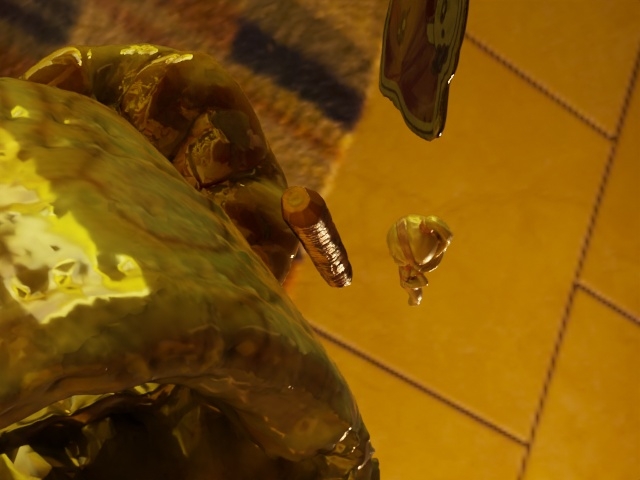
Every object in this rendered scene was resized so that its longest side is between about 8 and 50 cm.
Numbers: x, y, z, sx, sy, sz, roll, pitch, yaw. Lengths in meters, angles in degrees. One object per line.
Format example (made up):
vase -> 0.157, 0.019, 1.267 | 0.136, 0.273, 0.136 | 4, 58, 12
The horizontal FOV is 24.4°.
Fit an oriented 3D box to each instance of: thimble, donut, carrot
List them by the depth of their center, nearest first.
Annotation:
thimble -> -0.079, 0.037, 0.467 | 0.190, 0.143, 0.137 | 5, 120, -38
carrot -> 0.000, 0.000, 1.368 | 0.171, 0.042, 0.042 | 62, 46, -59
donut -> -0.193, -0.018, 1.469 | 0.360, 0.170, 0.360 | 0, 89, -13

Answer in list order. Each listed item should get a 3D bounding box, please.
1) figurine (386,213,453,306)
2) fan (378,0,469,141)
figurine -> 0.125, 0.022, 1.861 | 0.083, 0.187, 0.083 | -2, 58, 3
fan -> 0.042, -0.135, 0.715 | 0.009, 0.220, 0.132 | 5, 113, -13
